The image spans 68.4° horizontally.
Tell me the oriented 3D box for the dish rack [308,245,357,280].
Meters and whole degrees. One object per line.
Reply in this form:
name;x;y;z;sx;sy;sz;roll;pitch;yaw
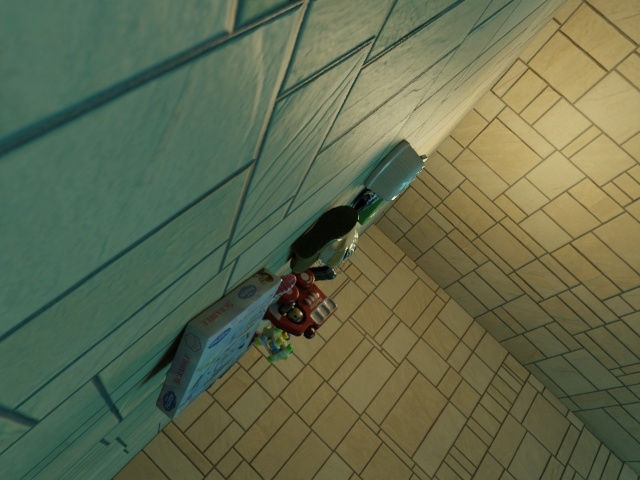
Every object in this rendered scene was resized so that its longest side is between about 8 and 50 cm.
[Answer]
dish rack;0.047;0.093;2.246;0.208;0.074;0.271;-9;-149;45

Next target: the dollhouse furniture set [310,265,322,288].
dollhouse furniture set;-0.053;0.214;2.458;0.144;0.123;0.151;-41;173;-40

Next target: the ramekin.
ramekin;0.255;-0.227;1.590;0.207;0.109;0.207;-46;174;-6

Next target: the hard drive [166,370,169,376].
hard drive;-0.318;0.292;1.443;0.203;0.040;0.307;-49;175;30

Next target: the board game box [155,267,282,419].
board game box;-0.258;0.259;1.222;0.319;0.066;0.318;-38;160;-58

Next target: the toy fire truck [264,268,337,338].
toy fire truck;-0.084;0.277;1.974;0.302;0.254;0.169;-40;172;-49

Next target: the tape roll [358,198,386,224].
tape roll;0.261;-0.203;2.002;0.321;0.077;0.321;-45;175;-5

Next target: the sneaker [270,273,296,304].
sneaker;-0.161;0.183;1.721;0.170;0.063;0.075;-40;174;-6

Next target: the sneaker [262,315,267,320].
sneaker;-0.258;0.355;2.286;0.086;0.064;0.192;-41;168;-30

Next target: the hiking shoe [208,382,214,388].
hiking shoe;-0.414;0.465;1.602;0.132;0.113;0.304;-49;174;21

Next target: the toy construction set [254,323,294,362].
toy construction set;-0.201;0.408;2.093;0.151;0.215;0.327;-25;-153;16

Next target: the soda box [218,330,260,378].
soda box;-0.389;0.491;2.110;0.263;0.092;0.083;-45;172;-11

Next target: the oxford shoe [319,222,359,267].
oxford shoe;0.095;0.016;2.101;0.169;0.130;0.449;-50;175;23

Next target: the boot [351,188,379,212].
boot;0.196;-0.173;1.737;0.190;0.069;0.086;-47;178;30

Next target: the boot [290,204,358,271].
boot;0.000;0.000;1.497;0.236;0.089;0.269;-34;173;-10

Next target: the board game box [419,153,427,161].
board game box;0.383;-0.306;2.210;0.136;0.030;0.259;-17;161;-29
